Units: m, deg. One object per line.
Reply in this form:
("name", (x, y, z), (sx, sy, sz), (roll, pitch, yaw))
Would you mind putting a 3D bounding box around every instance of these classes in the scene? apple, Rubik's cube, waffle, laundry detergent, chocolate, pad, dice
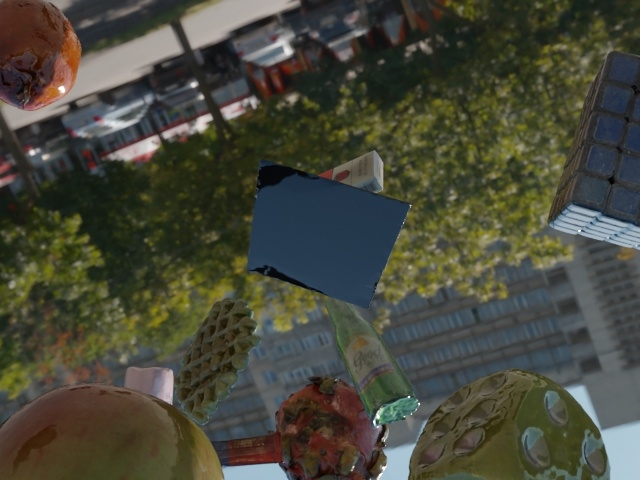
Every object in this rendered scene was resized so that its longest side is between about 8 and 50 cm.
("apple", (-0.252, 0.313, 1.012), (0.319, 0.319, 0.277), (-11, -139, 44))
("Rubik's cube", (0.489, -0.110, 1.322), (0.237, 0.237, 0.238), (17, 177, 10))
("waffle", (-0.262, 0.286, 2.213), (0.309, 0.056, 0.292), (-58, -150, 7))
("laundry detergent", (-0.320, 0.400, 1.647), (0.088, 0.335, 0.159), (2, 171, 0))
("chocolate", (0.090, 0.230, 1.834), (0.110, 0.110, 0.291), (-24, -125, -8))
("pad", (0.000, 0.000, 1.557), (0.367, 0.248, 0.007), (103, 4, -59))
("dice", (0.299, 0.363, 1.434), (0.227, 0.233, 0.238), (-34, -167, 42))

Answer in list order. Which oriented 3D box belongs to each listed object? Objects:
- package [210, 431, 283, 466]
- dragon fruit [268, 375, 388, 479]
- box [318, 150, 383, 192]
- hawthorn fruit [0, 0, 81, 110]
("package", (-0.186, 0.479, 2.045), (0.200, 0.022, 0.083), (-6, -138, -3))
("dragon fruit", (0.047, 0.542, 2.282), (0.296, 0.314, 0.263), (-42, -147, 15))
("box", (0.058, -0.122, 1.922), (0.152, 0.048, 0.100), (-24, -148, 22))
("hawthorn fruit", (-0.568, -0.345, 1.750), (0.211, 0.211, 0.299), (-22, -138, -2))
